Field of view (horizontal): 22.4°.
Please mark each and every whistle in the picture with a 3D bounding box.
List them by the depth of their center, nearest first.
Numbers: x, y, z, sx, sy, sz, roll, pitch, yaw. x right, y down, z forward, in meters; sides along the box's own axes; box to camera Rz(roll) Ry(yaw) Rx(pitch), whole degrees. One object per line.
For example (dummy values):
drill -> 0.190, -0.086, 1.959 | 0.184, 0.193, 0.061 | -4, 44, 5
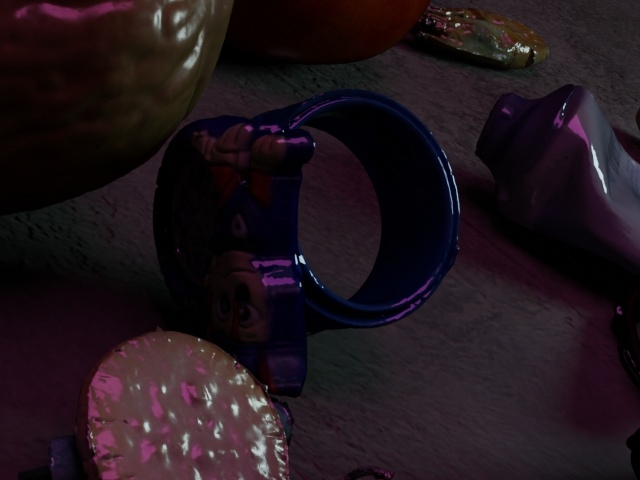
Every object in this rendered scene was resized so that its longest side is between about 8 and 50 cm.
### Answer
whistle -> -0.095, 0.124, 0.971 | 0.186, 0.039, 0.039 | -4, 38, -44

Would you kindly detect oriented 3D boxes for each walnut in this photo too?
walnut -> -0.221, -0.159, 1.086 | 0.332, 0.333, 0.333 | 19, 26, -10

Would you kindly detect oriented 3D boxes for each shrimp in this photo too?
shrimp -> 0.169, -0.241, 1.862 | 0.217, 0.051, 0.115 | 4, 26, -33

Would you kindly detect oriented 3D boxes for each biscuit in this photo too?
biscuit -> -0.078, 0.119, 0.946 | 0.152, 0.020, 0.152 | 24, 48, -30

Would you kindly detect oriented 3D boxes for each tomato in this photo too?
tomato -> -0.015, -0.306, 1.611 | 0.226, 0.299, 0.298 | 1, 7, 41

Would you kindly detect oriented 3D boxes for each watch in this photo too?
watch -> -0.004, -0.007, 1.130 | 0.200, 0.196, 0.171 | -5, 7, -32

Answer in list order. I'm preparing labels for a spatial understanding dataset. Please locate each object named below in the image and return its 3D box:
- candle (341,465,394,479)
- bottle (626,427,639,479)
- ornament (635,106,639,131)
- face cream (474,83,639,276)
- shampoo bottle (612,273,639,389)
candle -> 0.052, 0.192, 0.954 | 0.053, 0.048, 0.162 | -14, 42, -27
bottle -> 0.279, 0.211, 1.080 | 0.082, 0.072, 0.244 | 30, 21, -29
ornament -> 0.452, -0.137, 1.751 | 0.201, 0.180, 0.059 | 39, 35, 25
face cream -> 0.333, -0.006, 1.504 | 0.420, 0.137, 0.235 | 31, 25, -3
shampoo bottle -> 0.325, 0.121, 1.148 | 0.323, 0.084, 0.129 | 31, 19, -45
